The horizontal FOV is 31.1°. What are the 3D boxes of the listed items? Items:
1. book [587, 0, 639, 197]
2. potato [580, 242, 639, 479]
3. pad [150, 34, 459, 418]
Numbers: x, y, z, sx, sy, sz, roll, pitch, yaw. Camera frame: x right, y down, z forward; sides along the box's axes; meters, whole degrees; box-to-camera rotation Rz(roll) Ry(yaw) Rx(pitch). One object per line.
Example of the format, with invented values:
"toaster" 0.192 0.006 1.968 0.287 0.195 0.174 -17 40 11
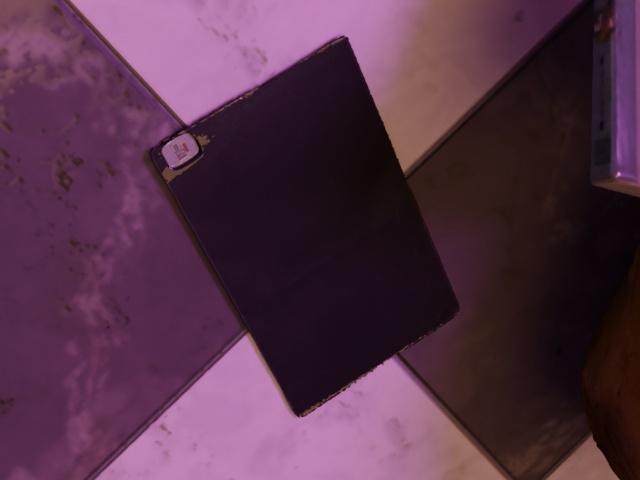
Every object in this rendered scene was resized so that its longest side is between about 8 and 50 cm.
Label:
"book" 0.214 -0.147 0.558 0.214 0.025 0.283 11 78 -29
"potato" 0.288 0.073 0.669 0.299 0.246 0.196 -11 148 -31
"pad" 0.000 0.000 0.608 0.116 0.004 0.193 -32 123 -9
